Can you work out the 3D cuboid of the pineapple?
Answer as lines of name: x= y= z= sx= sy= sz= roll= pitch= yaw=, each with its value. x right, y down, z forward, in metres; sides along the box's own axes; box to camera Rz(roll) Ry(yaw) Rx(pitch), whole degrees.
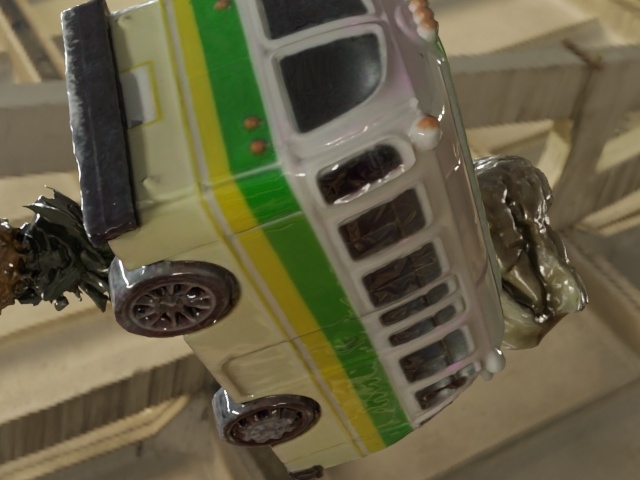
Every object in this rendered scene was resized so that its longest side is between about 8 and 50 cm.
pineapple: x=-0.332 y=0.017 z=1.288 sx=0.364 sy=0.166 sz=0.165 roll=-4 pitch=-142 yaw=-25

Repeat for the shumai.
shumai: x=0.174 y=0.022 z=1.061 sx=0.185 sy=0.184 sz=0.218 roll=38 pitch=-152 yaw=26

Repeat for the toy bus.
toy bus: x=0.000 y=0.000 z=0.579 sx=0.179 sy=0.305 sz=0.143 roll=-19 pitch=-126 yaw=4
